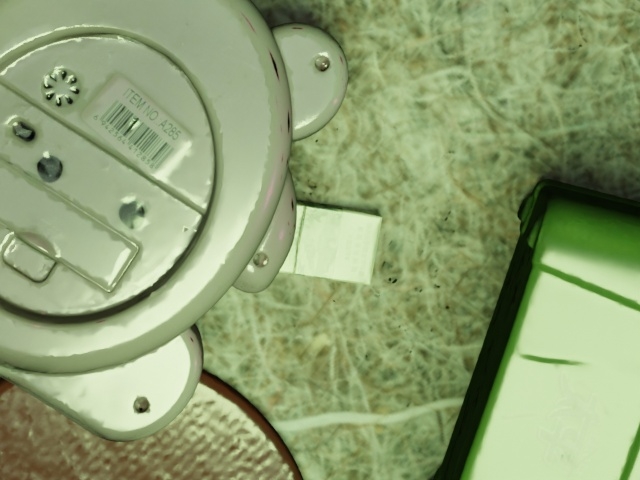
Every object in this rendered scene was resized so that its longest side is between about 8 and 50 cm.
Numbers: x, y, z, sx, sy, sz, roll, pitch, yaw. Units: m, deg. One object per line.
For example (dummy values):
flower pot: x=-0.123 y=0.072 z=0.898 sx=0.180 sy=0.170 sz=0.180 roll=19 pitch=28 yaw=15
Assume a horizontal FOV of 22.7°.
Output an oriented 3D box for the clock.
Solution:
clock: x=-0.155 y=-0.055 z=1.100 sx=0.295 sy=0.113 sz=0.322 roll=33 pitch=91 yaw=-4

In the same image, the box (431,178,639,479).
box: x=0.185 y=0.116 z=1.108 sx=0.178 sy=0.253 sz=0.329 roll=20 pitch=97 yaw=4

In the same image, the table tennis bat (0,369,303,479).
table tennis bat: x=-0.106 y=0.259 z=1.210 sx=0.268 sy=0.051 sz=0.415 roll=-43 pitch=100 yaw=4

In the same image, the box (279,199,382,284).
box: x=0.000 y=0.000 z=1.176 sx=0.083 sy=0.024 sz=0.054 roll=8 pitch=102 yaw=-6
